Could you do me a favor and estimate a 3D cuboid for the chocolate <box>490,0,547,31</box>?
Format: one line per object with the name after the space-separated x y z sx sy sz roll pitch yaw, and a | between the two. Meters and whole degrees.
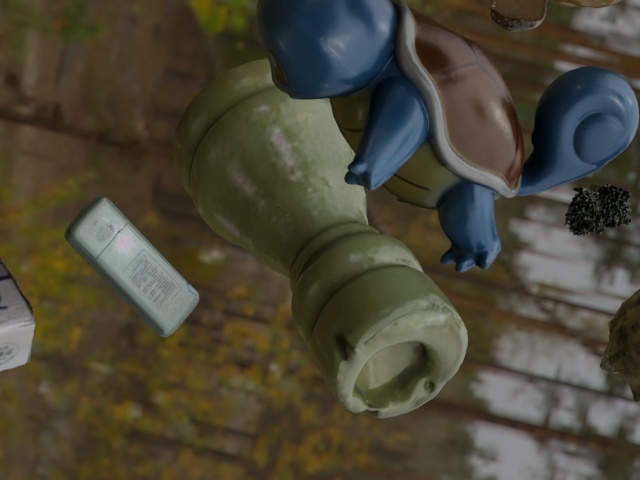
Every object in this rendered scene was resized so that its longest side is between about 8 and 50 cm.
0.214 -0.249 2.122 0.100 0.065 0.031 -77 177 -60 | chocolate

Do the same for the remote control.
-0.152 0.021 1.588 0.053 0.124 0.018 -51 -162 -26 | remote control

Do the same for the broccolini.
0.320 -0.036 2.230 0.201 0.074 0.058 -9 98 -79 | broccolini

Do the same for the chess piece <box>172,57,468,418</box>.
0.000 0.000 2.300 0.442 0.234 0.234 -122 -149 -41 | chess piece

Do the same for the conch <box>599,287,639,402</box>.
0.449 0.100 2.179 0.159 0.291 0.210 57 39 -35 | conch

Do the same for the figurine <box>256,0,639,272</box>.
0.106 -0.114 1.948 0.243 0.416 0.298 -60 -158 24 | figurine

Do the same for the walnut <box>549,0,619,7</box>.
0.222 -0.303 1.732 0.222 0.195 0.195 2 104 -60 | walnut

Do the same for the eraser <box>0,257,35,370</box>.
-0.361 0.069 1.643 0.124 0.210 0.068 53 -38 30 | eraser
